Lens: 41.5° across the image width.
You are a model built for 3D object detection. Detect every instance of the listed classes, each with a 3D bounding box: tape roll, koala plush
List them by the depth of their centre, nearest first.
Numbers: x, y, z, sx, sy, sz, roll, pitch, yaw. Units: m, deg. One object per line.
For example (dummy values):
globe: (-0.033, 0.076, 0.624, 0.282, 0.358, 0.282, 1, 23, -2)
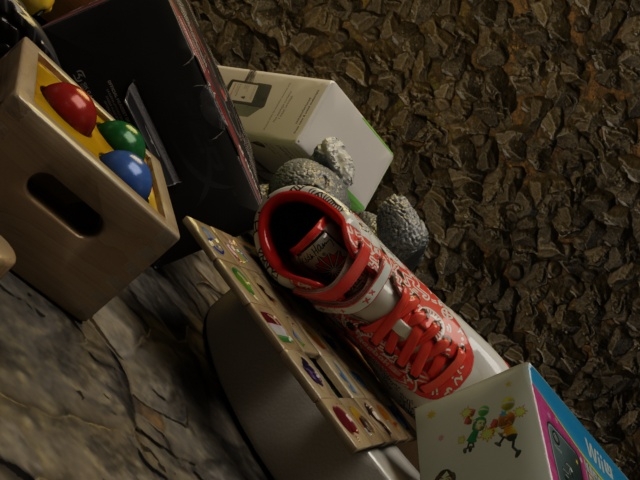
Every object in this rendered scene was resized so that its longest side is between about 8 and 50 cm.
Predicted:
tape roll: (0.052, 0.182, 0.759, 0.392, 0.072, 0.392, 49, 7, -8)
koala plush: (0.006, -0.015, 1.107, 0.221, 0.196, 0.203, 53, -3, 14)

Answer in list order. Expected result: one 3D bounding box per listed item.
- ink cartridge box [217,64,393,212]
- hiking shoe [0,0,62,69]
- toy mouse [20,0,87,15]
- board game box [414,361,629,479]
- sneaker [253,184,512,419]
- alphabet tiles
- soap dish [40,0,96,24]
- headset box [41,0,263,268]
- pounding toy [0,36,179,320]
ink cartridge box: (-0.057, -0.160, 1.298, 0.273, 0.114, 0.198, 17, -17, 41)
hiking shoe: (-0.274, -0.181, 0.612, 0.227, 0.086, 0.114, 46, 8, -29)
toy mouse: (-0.274, -0.230, 0.933, 0.143, 0.031, 0.161, 56, 30, -2)
board game box: (0.165, 0.266, 0.534, 0.224, 0.097, 0.303, 46, 27, -32)
sneaker: (0.050, 0.063, 0.668, 0.270, 0.090, 0.145, 48, 7, 23)
alphabet tiles: (-0.002, 0.078, 0.660, 0.198, 0.009, 0.237, 51, 7, 19)
soap dish: (-0.368, -0.384, 0.983, 0.229, 0.118, 0.291, 53, 8, 32)
headset box: (-0.143, -0.122, 0.777, 0.293, 0.110, 0.218, -111, 178, -70)
pounding toy: (-0.170, -0.043, 0.484, 0.181, 0.094, 0.206, 45, 7, -31)
